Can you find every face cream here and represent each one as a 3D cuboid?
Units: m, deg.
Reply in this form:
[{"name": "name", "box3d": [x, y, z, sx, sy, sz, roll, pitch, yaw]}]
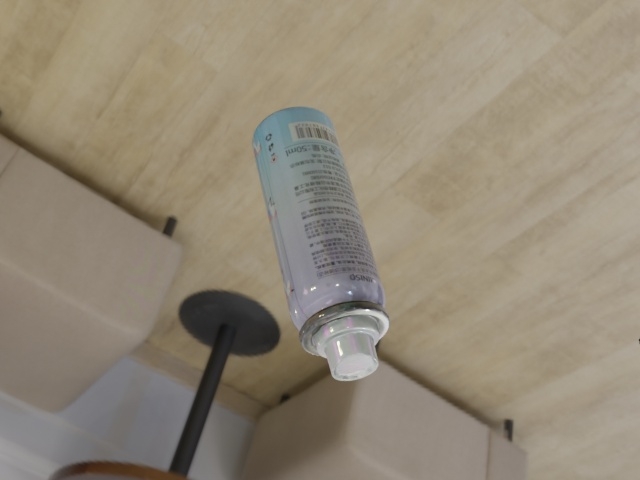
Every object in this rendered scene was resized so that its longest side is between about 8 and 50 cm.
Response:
[{"name": "face cream", "box3d": [0.000, 0.000, 0.664, 0.075, 0.229, 0.075, -10, 145, -7]}]

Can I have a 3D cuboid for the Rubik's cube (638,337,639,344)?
[{"name": "Rubik's cube", "box3d": [0.540, 0.036, 0.984, 0.250, 0.248, 0.246, 14, -172, 37]}]
